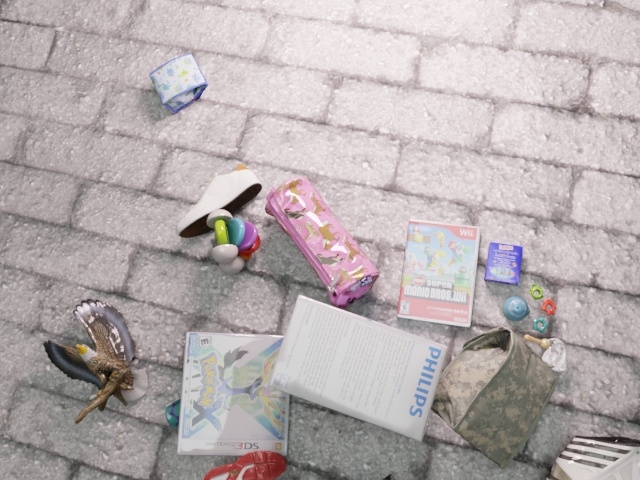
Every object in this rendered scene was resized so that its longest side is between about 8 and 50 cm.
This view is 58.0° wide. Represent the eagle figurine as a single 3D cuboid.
[{"bbox_3d":[-0.648,0.339,1.673,0.226,0.225,0.298,-15,36,-34],"label":"eagle figurine"}]

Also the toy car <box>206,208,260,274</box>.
[{"bbox_3d":[-0.242,-0.002,1.659,0.136,0.182,0.159,-13,63,1],"label":"toy car"}]

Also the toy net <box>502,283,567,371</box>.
[{"bbox_3d":[0.597,0.240,1.554,0.122,0.045,0.232,-30,78,0],"label":"toy net"}]

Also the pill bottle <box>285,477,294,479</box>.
[{"bbox_3d":[-0.175,0.756,1.506,0.301,0.169,0.169,-33,76,1],"label":"pill bottle"}]

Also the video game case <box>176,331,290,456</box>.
[{"bbox_3d":[-0.234,0.425,1.603,0.299,0.036,0.329,4,79,-9],"label":"video game case"}]

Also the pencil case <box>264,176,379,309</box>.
[{"bbox_3d":[0.000,0.000,1.624,0.160,0.167,0.386,-36,74,-1],"label":"pencil case"}]

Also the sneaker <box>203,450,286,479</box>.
[{"bbox_3d":[-0.201,0.643,1.571,0.221,0.128,0.087,-9,54,-7],"label":"sneaker"}]

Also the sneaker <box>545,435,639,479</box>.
[{"bbox_3d":[0.786,0.637,1.382,0.447,0.169,0.257,33,87,15],"label":"sneaker"}]

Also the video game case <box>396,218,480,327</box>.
[{"bbox_3d":[0.334,0.090,1.630,0.204,0.025,0.285,7,80,10],"label":"video game case"}]

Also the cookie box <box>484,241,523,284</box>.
[{"bbox_3d":[0.507,0.065,1.600,0.091,0.040,0.107,9,81,10],"label":"cookie box"}]

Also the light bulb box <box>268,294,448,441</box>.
[{"bbox_3d":[0.091,0.305,1.443,0.361,0.358,0.225,18,83,5],"label":"light bulb box"}]

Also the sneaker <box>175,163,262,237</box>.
[{"bbox_3d":[-0.322,-0.121,1.740,0.290,0.106,0.123,-35,67,-7],"label":"sneaker"}]

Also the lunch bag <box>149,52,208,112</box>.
[{"bbox_3d":[-0.441,-0.501,1.825,0.151,0.096,0.129,-32,76,11],"label":"lunch bag"}]

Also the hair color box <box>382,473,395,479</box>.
[{"bbox_3d":[0.235,0.771,1.432,0.110,0.185,0.339,-37,76,2],"label":"hair color box"}]

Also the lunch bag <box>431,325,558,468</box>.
[{"bbox_3d":[0.438,0.374,1.446,0.235,0.169,0.287,41,87,-27],"label":"lunch bag"}]

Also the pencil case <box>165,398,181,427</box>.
[{"bbox_3d":[-0.361,0.471,1.642,0.151,0.064,0.070,-26,115,2],"label":"pencil case"}]
